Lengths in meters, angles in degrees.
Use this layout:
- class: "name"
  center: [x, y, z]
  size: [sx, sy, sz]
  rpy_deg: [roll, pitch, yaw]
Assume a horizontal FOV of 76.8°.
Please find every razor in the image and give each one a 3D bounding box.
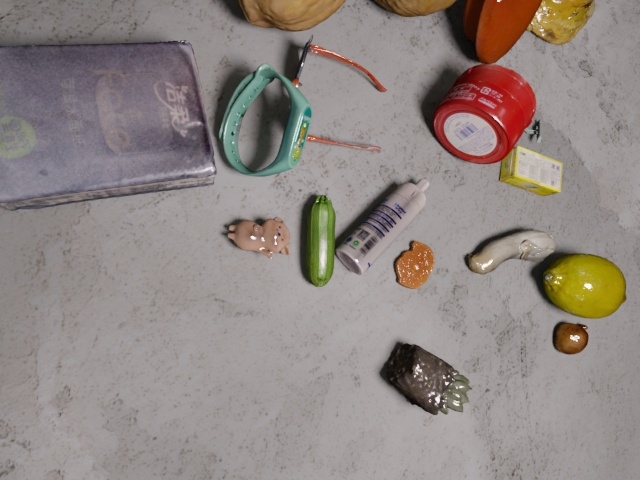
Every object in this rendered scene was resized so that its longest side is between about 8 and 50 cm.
- class: "razor"
  center: [0.574, -0.373, 1.209]
  size: [0.211, 0.036, 0.084]
  rpy_deg: [29, 53, -9]

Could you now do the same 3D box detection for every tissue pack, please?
- class: "tissue pack"
  center: [0.621, -0.202, 1.191]
  size: [0.176, 0.062, 0.095]
  rpy_deg: [13, 79, -17]
- class: "tissue pack"
  center: [-0.428, -0.230, 0.799]
  size: [0.394, 0.124, 0.288]
  rpy_deg: [-10, 90, -19]

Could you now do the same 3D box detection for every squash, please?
- class: "squash"
  center: [0.000, 0.000, 0.956]
  size: [0.068, 0.077, 0.219]
  rpy_deg: [0, 82, 22]

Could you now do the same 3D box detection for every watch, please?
- class: "watch"
  center: [-0.119, -0.254, 0.881]
  size: [0.195, 0.068, 0.237]
  rpy_deg: [23, 105, 19]

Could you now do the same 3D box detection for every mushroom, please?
- class: "mushroom"
  center: [0.537, 0.027, 1.133]
  size: [0.278, 0.096, 0.099]
  rpy_deg: [-12, 45, -18]
- class: "mushroom"
  center: [0.753, 0.278, 1.195]
  size: [0.129, 0.073, 0.088]
  rpy_deg: [-29, 65, -21]

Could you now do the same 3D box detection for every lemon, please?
- class: "lemon"
  center: [0.741, 0.125, 1.148]
  size: [0.248, 0.184, 0.184]
  rpy_deg: [17, 80, -6]

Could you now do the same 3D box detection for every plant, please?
- class: "plant"
  center: [0.264, 0.349, 0.992]
  size: [0.194, 0.129, 0.132]
  rpy_deg: [37, 78, -9]

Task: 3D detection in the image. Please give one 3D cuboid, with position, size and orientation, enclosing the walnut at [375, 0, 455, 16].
- class: "walnut"
  center: [0.228, -0.721, 0.969]
  size: [0.333, 0.333, 0.333]
  rpy_deg: [2, 85, -19]

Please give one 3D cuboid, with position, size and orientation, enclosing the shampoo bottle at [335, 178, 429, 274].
- class: "shampoo bottle"
  center: [0.169, -0.049, 1.009]
  size: [0.303, 0.092, 0.092]
  rpy_deg: [-45, 100, -18]

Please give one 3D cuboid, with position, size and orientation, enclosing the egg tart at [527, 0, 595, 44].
- class: "egg tart"
  center: [0.739, -0.789, 1.247]
  size: [0.341, 0.129, 0.341]
  rpy_deg: [2, 83, -19]

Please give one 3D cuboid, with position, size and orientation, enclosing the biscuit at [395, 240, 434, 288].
- class: "biscuit"
  center: [0.248, 0.067, 1.064]
  size: [0.102, 0.019, 0.130]
  rpy_deg: [41, 74, -12]

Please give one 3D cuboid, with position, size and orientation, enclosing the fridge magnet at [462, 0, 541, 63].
- class: "fridge magnet"
  center: [0.503, -0.661, 1.071]
  size: [0.155, 0.363, 0.363]
  rpy_deg: [32, 73, 25]

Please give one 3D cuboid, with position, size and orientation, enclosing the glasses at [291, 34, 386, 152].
- class: "glasses"
  center: [0.056, -0.341, 0.979]
  size: [0.268, 0.118, 0.234]
  rpy_deg: [7, 82, -18]

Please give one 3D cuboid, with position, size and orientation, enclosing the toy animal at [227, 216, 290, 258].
- class: "toy animal"
  center: [-0.133, -0.012, 0.914]
  size: [0.150, 0.089, 0.083]
  rpy_deg: [7, 105, -22]

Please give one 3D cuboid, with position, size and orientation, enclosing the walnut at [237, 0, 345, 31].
- class: "walnut"
  center: [-0.058, -0.621, 0.865]
  size: [0.306, 0.306, 0.344]
  rpy_deg: [31, 104, -14]

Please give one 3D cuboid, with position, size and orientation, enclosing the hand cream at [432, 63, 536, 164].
- class: "hand cream"
  center: [0.417, -0.320, 1.047]
  size: [0.230, 0.230, 0.149]
  rpy_deg: [42, 74, -11]
